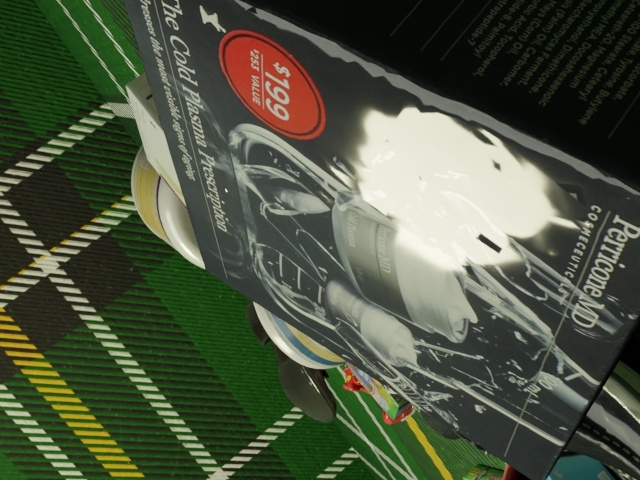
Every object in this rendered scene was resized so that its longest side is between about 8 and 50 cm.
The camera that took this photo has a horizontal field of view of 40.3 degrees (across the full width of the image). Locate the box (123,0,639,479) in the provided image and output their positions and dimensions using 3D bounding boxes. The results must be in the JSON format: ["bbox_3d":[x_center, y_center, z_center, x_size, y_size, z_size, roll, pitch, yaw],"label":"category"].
[{"bbox_3d":[0.072,-0.050,0.550,0.312,0.179,0.343,29,154,20],"label":"box"}]

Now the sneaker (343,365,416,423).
[{"bbox_3d":[0.083,0.237,1.703,0.279,0.118,0.107,50,167,8],"label":"sneaker"}]

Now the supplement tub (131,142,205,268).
[{"bbox_3d":[-0.185,-0.090,1.470,0.241,0.241,0.331,57,167,-22],"label":"supplement tub"}]

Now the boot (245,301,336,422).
[{"bbox_3d":[0.013,0.151,1.503,0.091,0.229,0.263,-26,94,50],"label":"boot"}]

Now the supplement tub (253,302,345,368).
[{"bbox_3d":[0.046,0.026,0.840,0.199,0.144,0.144,-31,99,33],"label":"supplement tub"}]

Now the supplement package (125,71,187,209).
[{"bbox_3d":[-0.114,-0.150,1.128,0.145,0.204,0.262,50,167,8],"label":"supplement package"}]

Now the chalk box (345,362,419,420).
[{"bbox_3d":[0.129,0.189,1.371,0.213,0.132,0.132,50,167,16],"label":"chalk box"}]

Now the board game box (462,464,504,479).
[{"bbox_3d":[0.382,0.510,1.557,0.213,0.046,0.317,53,168,2],"label":"board game box"}]

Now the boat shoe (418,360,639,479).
[{"bbox_3d":[0.187,0.151,0.894,0.500,0.156,0.187,32,171,40],"label":"boat shoe"}]

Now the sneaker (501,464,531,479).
[{"bbox_3d":[0.285,0.417,1.230,0.314,0.115,0.136,-75,-29,-57],"label":"sneaker"}]

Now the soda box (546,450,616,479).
[{"bbox_3d":[0.283,0.254,1.132,0.210,0.067,0.071,52,168,14],"label":"soda box"}]

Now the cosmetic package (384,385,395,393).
[{"bbox_3d":[0.091,0.101,1.202,0.099,0.060,0.239,-10,110,54],"label":"cosmetic package"}]
